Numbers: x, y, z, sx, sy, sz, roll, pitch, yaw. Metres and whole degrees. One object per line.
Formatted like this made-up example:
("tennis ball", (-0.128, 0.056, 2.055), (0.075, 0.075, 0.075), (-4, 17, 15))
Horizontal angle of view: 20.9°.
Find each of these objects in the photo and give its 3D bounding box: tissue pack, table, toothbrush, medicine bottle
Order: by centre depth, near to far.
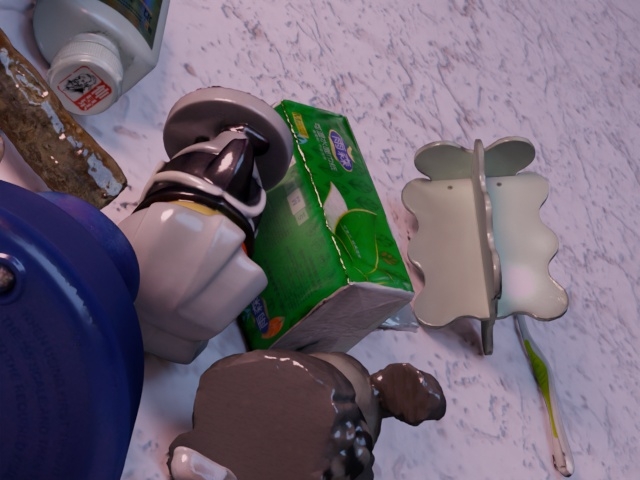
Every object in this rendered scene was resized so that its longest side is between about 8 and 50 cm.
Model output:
("tissue pack", (0.000, 0.002, 1.632), (0.156, 0.148, 0.209), (13, 47, -46))
("medicine bottle", (-0.208, -0.208, 1.644), (0.121, 0.083, 0.229), (39, 32, -26))
("table", (0.176, 0.009, 1.880), (0.166, 0.166, 0.198), (27, 45, -37))
("toothbrush", (0.246, 0.154, 1.938), (0.026, 0.022, 0.263), (19, 41, -26))

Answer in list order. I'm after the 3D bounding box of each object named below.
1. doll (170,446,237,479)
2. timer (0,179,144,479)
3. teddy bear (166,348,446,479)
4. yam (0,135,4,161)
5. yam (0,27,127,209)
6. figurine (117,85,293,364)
("doll", (-0.074, 0.273, 1.288), (0.183, 0.085, 0.217), (43, 31, -21))
("timer", (-0.224, 0.057, 1.202), (0.270, 0.270, 0.383), (48, 15, -5))
("teddy bear", (0.009, 0.162, 1.463), (0.251, 0.171, 0.144), (5, 78, -60))
("yam", (-0.310, -0.087, 1.257), (0.241, 0.056, 0.057), (17, 0, 44))
("yam", (-0.265, -0.135, 1.460), (0.274, 0.061, 0.061), (51, 29, -3))
("figurine", (-0.113, -0.005, 1.474), (0.133, 0.176, 0.236), (29, 44, -13))
